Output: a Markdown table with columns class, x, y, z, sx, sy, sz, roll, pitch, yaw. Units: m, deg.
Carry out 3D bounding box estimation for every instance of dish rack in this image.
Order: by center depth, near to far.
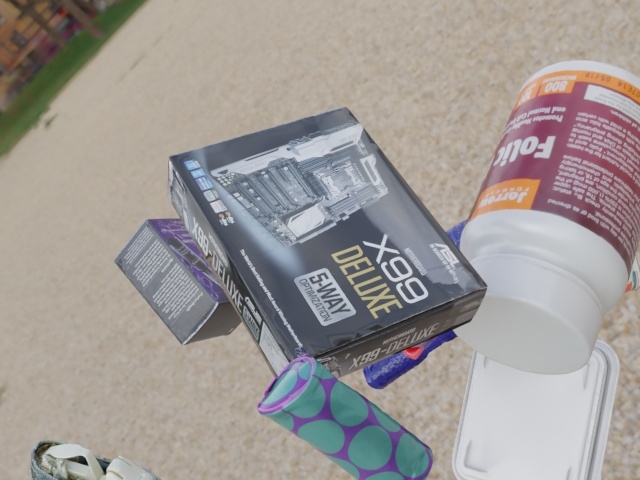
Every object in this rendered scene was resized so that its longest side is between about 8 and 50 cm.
| class | x | y | z | sx | sy | sz | roll | pitch | yaw |
| --- | --- | --- | --- | --- | --- | --- | --- | --- | --- |
| dish rack | 0.389 | 0.328 | 1.774 | 0.286 | 0.072 | 0.332 | 9 | 85 | 31 |

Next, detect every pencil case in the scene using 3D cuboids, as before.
| class | x | y | z | sx | sy | sz | roll | pitch | yaw |
| --- | --- | --- | --- | --- | --- | --- | --- | --- | --- |
| pencil case | 0.022 | 0.158 | 0.793 | 0.064 | 0.152 | 0.070 | -56 | 21 | -16 |

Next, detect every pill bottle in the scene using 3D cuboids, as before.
| class | x | y | z | sx | sy | sz | roll | pitch | yaw |
| --- | --- | --- | --- | --- | --- | --- | --- | --- | --- |
| pill bottle | 0.321 | -0.033 | 1.286 | 0.224 | 0.224 | 0.392 | -20 | 38 | 53 |

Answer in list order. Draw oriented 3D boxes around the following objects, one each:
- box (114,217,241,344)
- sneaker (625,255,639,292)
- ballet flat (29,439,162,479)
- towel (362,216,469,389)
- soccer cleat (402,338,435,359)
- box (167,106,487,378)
| class | x | y | z | sx | sy | sz | roll | pitch | yaw |
| --- | --- | --- | --- | --- | --- | --- | --- | --- | --- |
| box | -0.230 | 0.067 | 1.659 | 0.108 | 0.207 | 0.153 | -49 | -17 | 19 |
| sneaker | 0.577 | 0.030 | 1.874 | 0.075 | 0.161 | 0.057 | -17 | 1 | -27 |
| ballet flat | -0.246 | 0.266 | 1.063 | 0.188 | 0.070 | 0.070 | 9 | 43 | 14 |
| towel | 0.194 | 0.104 | 1.615 | 0.308 | 0.076 | 0.227 | -39 | 30 | 19 |
| soccer cleat | 0.092 | 0.104 | 1.254 | 0.083 | 0.248 | 0.095 | 26 | 93 | 32 |
| box | 0.000 | 0.000 | 1.069 | 0.242 | 0.307 | 0.076 | -19 | -33 | -24 |
